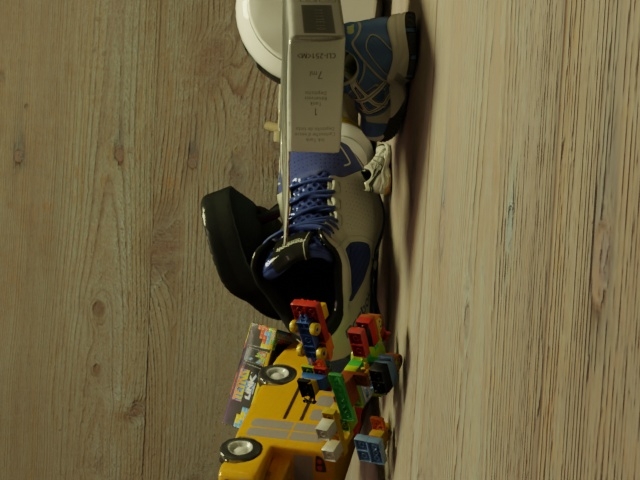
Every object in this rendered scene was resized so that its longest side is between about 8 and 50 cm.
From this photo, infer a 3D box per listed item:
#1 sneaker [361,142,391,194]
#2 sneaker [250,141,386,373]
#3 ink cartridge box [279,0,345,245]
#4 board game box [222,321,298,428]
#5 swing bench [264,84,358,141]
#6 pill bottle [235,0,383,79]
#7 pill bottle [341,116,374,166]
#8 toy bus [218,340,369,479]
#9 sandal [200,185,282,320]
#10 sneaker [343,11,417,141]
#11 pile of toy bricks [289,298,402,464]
[{"bbox_3d":[0.068,-0.092,1.468,0.083,0.037,0.032,-88,0,-46],"label":"sneaker"},{"bbox_3d":[0.000,0.001,1.408,0.182,0.127,0.315,50,-149,-61],"label":"sneaker"},{"bbox_3d":[-0.013,-0.165,1.285,0.275,0.060,0.239,-95,5,-56],"label":"ink cartridge box"},{"bbox_3d":[-0.053,0.196,1.625,0.170,0.048,0.141,25,-99,-57],"label":"board game box"},{"bbox_3d":[-0.005,-0.301,2.050,0.255,0.165,0.253,-128,41,-78],"label":"swing bench"},{"bbox_3d":[-0.018,-0.328,1.727,0.363,0.210,0.210,-113,26,-84],"label":"pill bottle"},{"bbox_3d":[0.025,-0.124,1.729,0.184,0.103,0.103,-100,13,-78],"label":"pill bottle"},{"bbox_3d":[-0.029,0.243,1.448,0.333,0.130,0.108,-62,-25,-65],"label":"toy bus"},{"bbox_3d":[-0.053,0.016,1.583,0.446,0.107,0.167,24,-130,-82],"label":"sandal"},{"bbox_3d":[0.057,-0.182,1.312,0.211,0.081,0.080,94,176,-61],"label":"sneaker"},{"bbox_3d":[0.045,0.138,1.287,0.105,0.118,0.212,-50,-45,-45],"label":"pile of toy bricks"}]
